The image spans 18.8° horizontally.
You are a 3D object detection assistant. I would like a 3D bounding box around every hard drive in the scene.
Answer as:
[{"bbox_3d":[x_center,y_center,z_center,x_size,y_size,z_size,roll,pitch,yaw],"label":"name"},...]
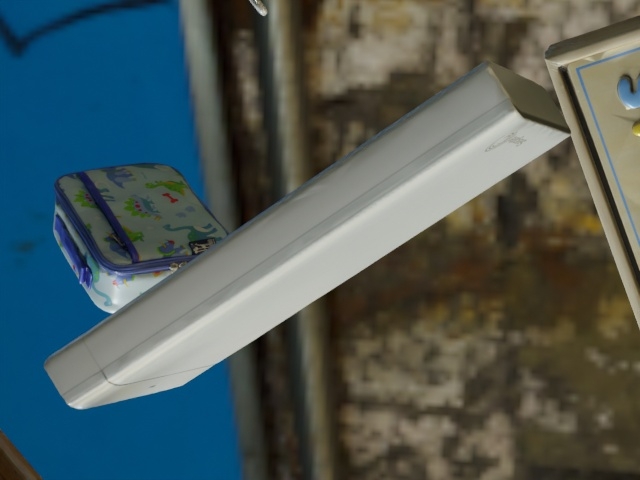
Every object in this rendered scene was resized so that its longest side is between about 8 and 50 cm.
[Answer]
[{"bbox_3d":[0.000,0.000,1.337,0.047,0.353,0.233,58,-167,8],"label":"hard drive"}]

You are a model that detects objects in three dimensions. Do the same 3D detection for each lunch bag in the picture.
[{"bbox_3d":[-0.216,-0.005,2.282,0.219,0.176,0.090,-126,37,-48],"label":"lunch bag"}]

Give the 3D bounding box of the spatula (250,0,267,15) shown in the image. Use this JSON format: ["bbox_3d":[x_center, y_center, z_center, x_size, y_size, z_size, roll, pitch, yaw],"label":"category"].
[{"bbox_3d":[-0.129,-0.287,1.527,0.242,0.019,0.168,55,-178,23],"label":"spatula"}]

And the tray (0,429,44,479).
[{"bbox_3d":[-0.312,0.201,1.434,0.411,0.203,0.076,-155,71,-64],"label":"tray"}]

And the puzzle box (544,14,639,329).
[{"bbox_3d":[0.365,-0.003,1.502,0.052,0.272,0.409,-55,-55,-67],"label":"puzzle box"}]
